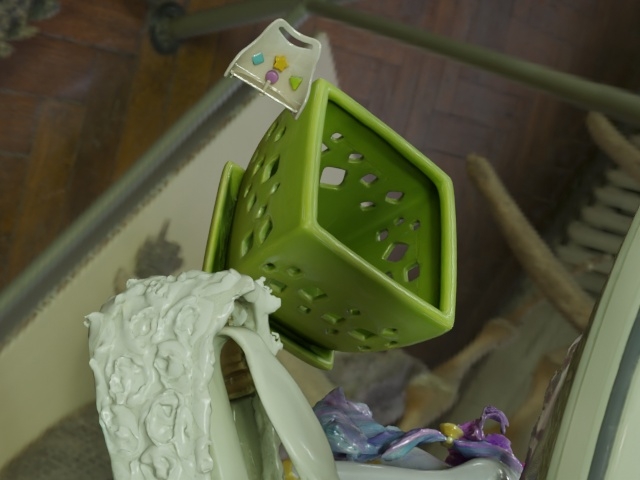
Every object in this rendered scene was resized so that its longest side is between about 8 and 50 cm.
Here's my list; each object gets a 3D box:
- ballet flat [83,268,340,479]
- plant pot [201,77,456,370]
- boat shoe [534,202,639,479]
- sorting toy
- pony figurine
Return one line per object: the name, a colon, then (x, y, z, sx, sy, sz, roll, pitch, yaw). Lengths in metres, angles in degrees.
ballet flat: (-0.039, 0.202, 0.682, 0.147, 0.147, 0.409, 4, 66, -57)
plant pot: (0.000, 0.000, 1.283, 0.228, 0.207, 0.227, 36, 42, -30)
boat shoe: (0.227, -0.028, 0.472, 0.500, 0.156, 0.187, -59, 163, -8)
sorting toy: (-0.038, -0.173, 1.135, 0.075, 0.083, 0.045, -56, -172, 19)
pony figurine: (0.148, 0.245, 1.043, 0.303, 0.363, 0.351, 69, 31, -60)
